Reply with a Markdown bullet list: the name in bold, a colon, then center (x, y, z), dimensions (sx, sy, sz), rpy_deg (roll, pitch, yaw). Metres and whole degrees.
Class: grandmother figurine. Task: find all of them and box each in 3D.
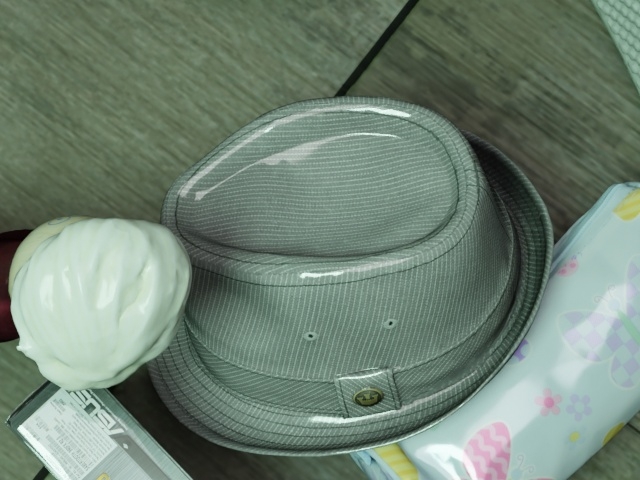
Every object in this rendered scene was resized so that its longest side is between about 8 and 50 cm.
- **grandmother figurine**: center (-0.208, 0.024, 0.809), dimensions (0.208, 0.342, 0.104), rpy_deg (-27, 110, -46)

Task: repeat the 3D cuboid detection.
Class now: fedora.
- **fedora**: center (0.000, 0.000, 0.882), dimensions (0.275, 0.124, 0.244), rpy_deg (-3, 58, 15)

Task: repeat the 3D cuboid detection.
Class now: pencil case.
- **pencil case**: center (0.143, 0.083, 0.935), dimensions (0.273, 0.113, 0.124), rpy_deg (-39, 88, -10)

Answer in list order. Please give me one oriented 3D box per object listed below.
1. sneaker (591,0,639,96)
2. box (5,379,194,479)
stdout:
- **sneaker**: center (0.252, -0.196, 0.993), dimensions (0.127, 0.126, 0.321), rpy_deg (-24, 89, -5)
- **box**: center (-0.083, 0.179, 0.866), dimensions (0.056, 0.183, 0.231), rpy_deg (-43, 85, -12)
